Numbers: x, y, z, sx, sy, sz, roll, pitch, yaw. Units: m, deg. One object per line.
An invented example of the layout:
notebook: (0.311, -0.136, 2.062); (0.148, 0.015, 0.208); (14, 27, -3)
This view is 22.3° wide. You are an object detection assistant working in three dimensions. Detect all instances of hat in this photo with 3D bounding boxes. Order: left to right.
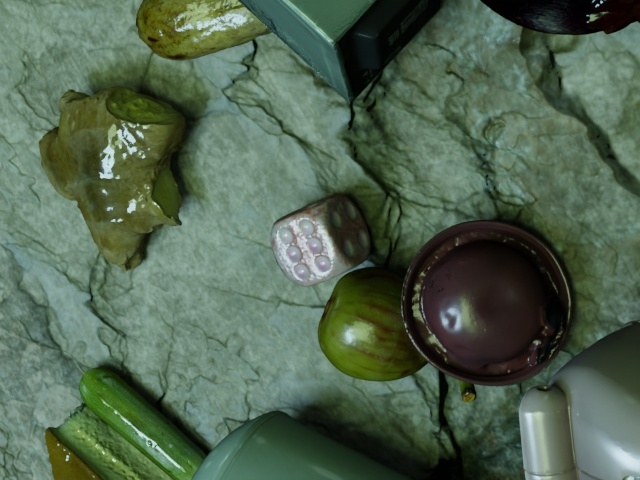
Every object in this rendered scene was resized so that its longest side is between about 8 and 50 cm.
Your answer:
hat: (0.196, 0.074, 1.894); (0.206, 0.089, 0.205); (0, 90, -1)

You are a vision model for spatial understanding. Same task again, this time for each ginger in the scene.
ginger: (-0.273, -0.074, 2.134); (0.219, 0.123, 0.270); (20, 116, 20)

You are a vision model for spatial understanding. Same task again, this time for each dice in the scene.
dice: (0.000, 0.000, 2.021); (0.094, 0.091, 0.093); (-23, 95, 33)

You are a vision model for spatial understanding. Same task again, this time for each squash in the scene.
squash: (-0.248, 0.258, 2.270); (0.229, 0.066, 0.066); (39, 122, 11)

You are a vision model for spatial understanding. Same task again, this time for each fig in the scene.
fig: (0.093, 0.107, 1.989); (0.186, 0.148, 0.142); (1, 112, -9)

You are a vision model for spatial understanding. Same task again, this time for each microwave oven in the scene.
microwave oven: (0.012, -0.307, 1.772); (0.237, 0.295, 0.181); (42, 88, 8)

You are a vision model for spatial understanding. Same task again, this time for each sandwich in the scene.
sandwich: (-0.288, 0.350, 2.290); (0.236, 0.122, 0.128); (41, 125, 15)

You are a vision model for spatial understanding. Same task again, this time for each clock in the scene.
clock: (0.418, 0.201, 1.714); (0.326, 0.342, 0.184); (8, 116, 37)

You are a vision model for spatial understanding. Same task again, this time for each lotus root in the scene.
lotus root: (-0.126, -0.289, 1.996); (0.258, 0.097, 0.110); (-13, 97, 29)

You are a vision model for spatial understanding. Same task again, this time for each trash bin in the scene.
trash bin: (0.026, 0.400, 2.039); (0.432, 0.280, 0.280); (22, 116, 19)

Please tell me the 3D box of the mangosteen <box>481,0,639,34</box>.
mangosteen: (0.262, -0.378, 1.640); (0.307, 0.307, 0.346); (-29, 64, 34)
